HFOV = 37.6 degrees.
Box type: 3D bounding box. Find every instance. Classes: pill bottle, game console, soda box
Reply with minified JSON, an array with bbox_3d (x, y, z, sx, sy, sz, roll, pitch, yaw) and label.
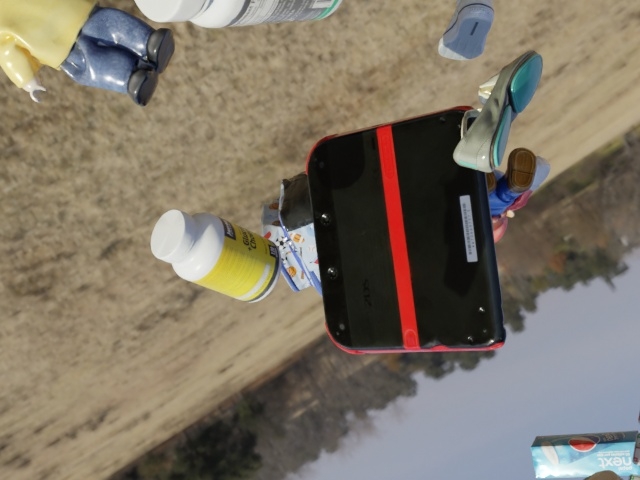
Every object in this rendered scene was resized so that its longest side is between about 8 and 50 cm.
[{"bbox_3d":[-0.152,0.019,1.373,0.103,0.103,0.184,-37,139,27],"label":"pill bottle"},{"bbox_3d":[0.134,-0.006,1.554,0.342,0.386,0.060,-8,180,36],"label":"game console"},{"bbox_3d":[0.540,0.435,1.909,0.210,0.071,0.067,-9,-174,24],"label":"soda box"},{"bbox_3d":[-0.138,-0.477,1.640,0.361,0.204,0.204,-15,163,-41],"label":"pill bottle"}]

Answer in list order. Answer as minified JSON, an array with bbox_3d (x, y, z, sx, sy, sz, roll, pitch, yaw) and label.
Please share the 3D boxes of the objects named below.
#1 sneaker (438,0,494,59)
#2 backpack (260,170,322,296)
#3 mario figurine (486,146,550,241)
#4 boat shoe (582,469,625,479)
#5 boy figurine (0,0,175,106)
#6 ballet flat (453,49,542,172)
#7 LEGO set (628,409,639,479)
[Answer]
[{"bbox_3d":[0.311,-0.451,1.953,0.094,0.091,0.258,12,169,-6],"label":"sneaker"},{"bbox_3d":[0.000,0.000,1.992,0.213,0.263,0.276,-28,-156,17],"label":"backpack"},{"bbox_3d":[0.303,-0.110,1.777,0.170,0.198,0.320,-58,174,-14],"label":"mario figurine"},{"bbox_3d":[0.436,0.483,1.495,0.127,0.158,0.340,-42,169,-28],"label":"boat shoe"},{"bbox_3d":[-0.330,-0.257,1.145,0.092,0.285,0.177,110,2,-86],"label":"boy figurine"},{"bbox_3d":[0.228,-0.177,1.229,0.213,0.068,0.072,-61,146,-31],"label":"ballet flat"},{"bbox_3d":[0.605,0.342,1.432,0.244,0.182,0.060,4,162,36],"label":"LEGO set"}]
